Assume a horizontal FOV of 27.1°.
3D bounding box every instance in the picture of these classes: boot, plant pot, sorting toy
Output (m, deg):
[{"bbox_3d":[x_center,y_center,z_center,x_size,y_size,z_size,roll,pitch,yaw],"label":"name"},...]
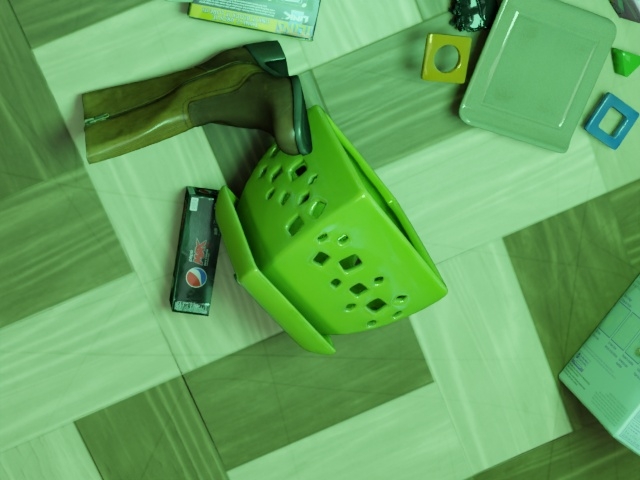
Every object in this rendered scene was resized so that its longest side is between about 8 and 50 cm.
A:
[{"bbox_3d":[-0.162,-0.156,1.673,0.280,0.264,0.096,-15,132,-6],"label":"boot"},{"bbox_3d":[0.000,0.000,1.735,0.207,0.227,0.228,-34,129,8],"label":"plant pot"},{"bbox_3d":[0.291,-0.235,1.820,0.348,0.047,0.196,15,103,-23],"label":"sorting toy"},{"bbox_3d":[0.229,-0.338,1.795,0.121,0.045,0.099,-12,106,0],"label":"boot"}]

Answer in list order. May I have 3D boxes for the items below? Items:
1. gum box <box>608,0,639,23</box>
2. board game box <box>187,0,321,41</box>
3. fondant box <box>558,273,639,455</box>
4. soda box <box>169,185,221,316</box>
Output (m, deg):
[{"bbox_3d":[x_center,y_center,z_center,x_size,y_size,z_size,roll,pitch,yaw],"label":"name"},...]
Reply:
[{"bbox_3d":[0.406,-0.379,1.778,0.062,0.107,0.188,-32,107,1],"label":"gum box"},{"bbox_3d":[-0.080,-0.347,1.743,0.170,0.048,0.141,10,105,-12],"label":"board game box"},{"bbox_3d":[0.502,0.127,1.860,0.096,0.238,0.330,34,97,-15],"label":"fondant box"},{"bbox_3d":[-0.168,0.014,1.818,0.053,0.060,0.169,8,102,-12],"label":"soda box"}]
